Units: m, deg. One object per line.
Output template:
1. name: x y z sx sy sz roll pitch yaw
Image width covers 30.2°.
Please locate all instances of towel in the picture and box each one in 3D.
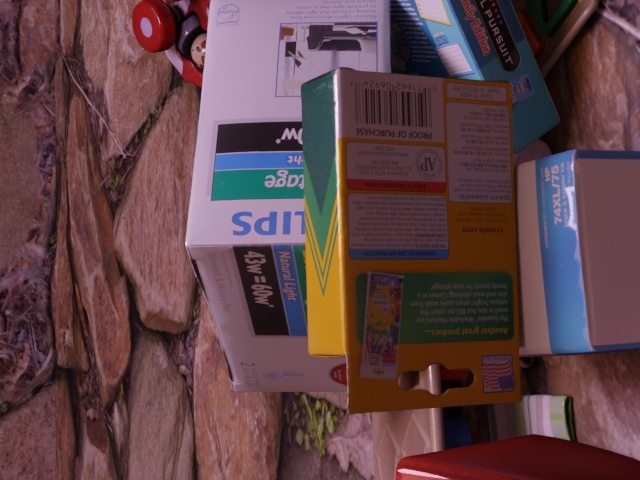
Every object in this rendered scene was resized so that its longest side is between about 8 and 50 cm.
1. towel: 0.260 0.248 1.474 0.152 0.023 0.113 -17 77 61

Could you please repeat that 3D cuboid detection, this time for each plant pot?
1. plant pot: 0.260 0.352 1.249 0.235 0.267 0.267 -8 84 45

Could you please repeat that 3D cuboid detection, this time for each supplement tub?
1. supplement tub: 0.229 -0.097 1.467 0.107 0.071 0.071 19 108 61

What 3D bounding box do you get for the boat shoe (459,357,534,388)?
1. boat shoe: 0.233 0.139 1.484 0.072 0.068 0.190 41 129 34

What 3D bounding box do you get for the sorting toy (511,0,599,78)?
1. sorting toy: 0.244 -0.290 1.457 0.348 0.047 0.196 -58 43 46

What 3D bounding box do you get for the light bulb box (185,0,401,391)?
1. light bulb box: -0.015 -0.048 1.457 0.358 0.225 0.361 82 -171 -56

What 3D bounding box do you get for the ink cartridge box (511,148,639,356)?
1. ink cartridge box: 0.266 0.023 1.270 0.270 0.198 0.197 -14 79 61

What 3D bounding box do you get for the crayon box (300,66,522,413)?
1. crayon box: 0.090 0.002 1.173 0.083 0.203 0.323 -10 81 62

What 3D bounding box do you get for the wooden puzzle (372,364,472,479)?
1. wooden puzzle: 0.130 0.221 1.577 0.322 0.080 0.348 129 145 -73

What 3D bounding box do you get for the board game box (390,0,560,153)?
1. board game box: 0.129 -0.278 1.436 0.254 0.079 0.336 21 142 61

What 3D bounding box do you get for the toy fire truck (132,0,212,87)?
1. toy fire truck: -0.195 -0.397 2.172 0.254 0.169 0.302 52 139 22
